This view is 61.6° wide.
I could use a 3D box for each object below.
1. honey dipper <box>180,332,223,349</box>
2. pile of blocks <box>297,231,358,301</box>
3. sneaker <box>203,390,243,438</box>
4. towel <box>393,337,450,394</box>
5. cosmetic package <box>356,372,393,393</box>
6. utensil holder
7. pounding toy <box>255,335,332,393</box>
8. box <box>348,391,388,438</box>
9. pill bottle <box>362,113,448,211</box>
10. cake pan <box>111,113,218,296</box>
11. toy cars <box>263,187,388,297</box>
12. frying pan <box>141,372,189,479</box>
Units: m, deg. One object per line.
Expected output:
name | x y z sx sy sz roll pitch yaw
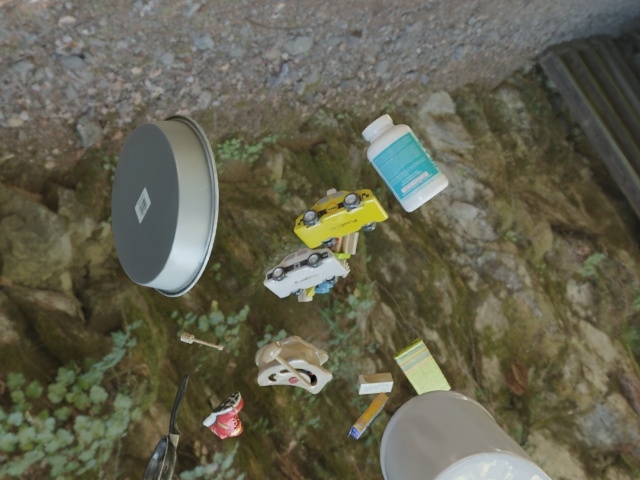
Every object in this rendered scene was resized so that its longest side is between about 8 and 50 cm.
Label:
honey dipper | -0.404 0.350 1.838 0.160 0.031 0.030 12 -166 20
pile of blocks | 0.008 0.105 2.001 0.112 0.149 0.362 -3 129 -56
sneaker | -0.303 0.601 1.818 0.107 0.118 0.279 -39 172 -37
towel | 0.318 0.410 1.676 0.102 0.237 0.021 -33 -153 1
cosmetic package | 0.187 0.492 1.846 0.114 0.041 0.060 -1 129 -11
utensil holder | 0.323 0.556 1.226 0.327 0.328 0.385 -32 180 -2
pounding toy | -0.085 0.366 1.449 0.154 0.155 0.269 -36 132 21
box | 0.124 0.469 1.418 0.136 0.028 0.081 -45 160 -26
pill bottle | 0.230 -0.223 1.515 0.146 0.264 0.146 -35 178 -1
cake pan | -0.259 -0.056 0.853 0.054 0.294 0.293 1 153 -42
toy cars | 0.000 0.000 1.204 0.176 0.087 0.394 9 140 -21
frying pan | -0.369 0.496 1.260 0.197 0.053 0.326 -46 -154 47
